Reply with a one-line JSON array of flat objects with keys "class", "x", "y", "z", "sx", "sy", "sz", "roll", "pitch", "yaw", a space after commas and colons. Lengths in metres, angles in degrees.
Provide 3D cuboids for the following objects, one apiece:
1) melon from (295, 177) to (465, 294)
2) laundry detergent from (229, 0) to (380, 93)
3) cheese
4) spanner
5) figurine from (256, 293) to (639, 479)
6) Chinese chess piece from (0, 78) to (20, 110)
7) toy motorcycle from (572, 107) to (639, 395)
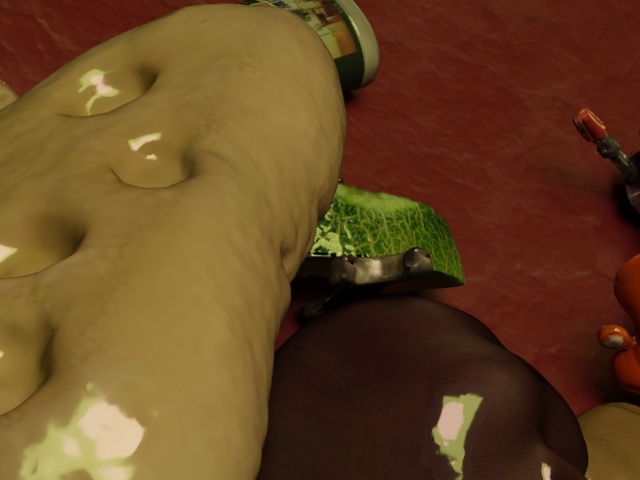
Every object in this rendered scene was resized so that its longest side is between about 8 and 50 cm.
[{"class": "melon", "x": 0.000, "y": 0.000, "z": 0.768, "sx": 0.209, "sy": 0.118, "sz": 0.064, "roll": 9, "pitch": 69, "yaw": -32}, {"class": "laundry detergent", "x": -0.066, "y": -0.129, "z": 0.860, "sx": 0.225, "sy": 0.070, "sz": 0.099, "roll": -23, "pitch": 75, "yaw": -33}, {"class": "cheese", "x": -0.089, "y": 0.017, "z": 0.569, "sx": 0.351, "sy": 0.130, "sz": 0.328, "roll": -31, "pitch": 34, "yaw": -15}, {"class": "spanner", "x": 0.021, "y": 0.030, "z": 0.670, "sx": 0.054, "sy": 0.254, "sz": 0.015, "roll": -6, "pitch": 82, "yaw": -6}, {"class": "figurine", "x": 0.099, "y": 0.160, "z": 0.652, "sx": 0.365, "sy": 0.206, "sz": 0.218, "roll": 23, "pitch": 10, "yaw": -37}, {"class": "Chinese chess piece", "x": -0.245, "y": -0.061, "z": 0.747, "sx": 0.122, "sy": 0.051, "sz": 0.122, "roll": 12, "pitch": 53, "yaw": -16}, {"class": "toy motorcycle", "x": 0.290, "y": 0.019, "z": 0.845, "sx": 0.221, "sy": 0.147, "sz": 0.326, "roll": 41, "pitch": 37, "yaw": -35}]
